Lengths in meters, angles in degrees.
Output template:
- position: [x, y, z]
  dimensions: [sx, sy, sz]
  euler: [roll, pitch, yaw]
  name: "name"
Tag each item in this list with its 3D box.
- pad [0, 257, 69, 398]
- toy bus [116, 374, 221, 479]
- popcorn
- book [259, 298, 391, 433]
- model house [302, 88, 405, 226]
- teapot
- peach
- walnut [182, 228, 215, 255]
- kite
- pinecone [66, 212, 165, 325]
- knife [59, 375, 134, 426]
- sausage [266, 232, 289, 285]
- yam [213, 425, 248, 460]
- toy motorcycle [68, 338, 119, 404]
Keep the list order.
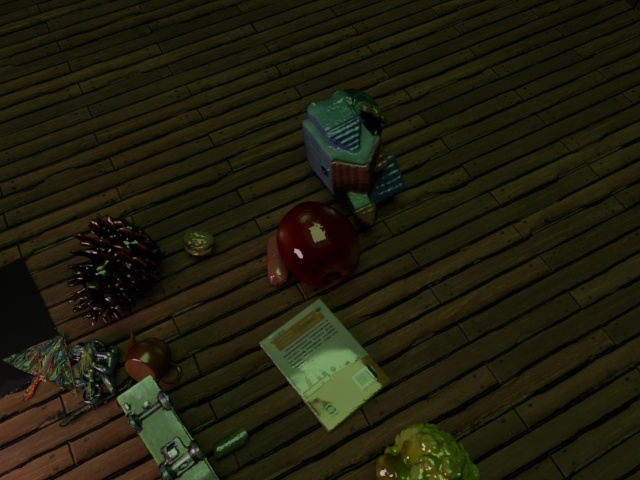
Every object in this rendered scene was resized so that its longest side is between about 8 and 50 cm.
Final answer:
- position: [-0.857, 0.239, 1.513]
  dimensions: [0.247, 0.007, 0.368]
  euler: [-32, 65, -17]
  name: "pad"
- position: [-0.346, 0.467, 1.303]
  dimensions: [0.113, 0.139, 0.302]
  euler: [-34, 73, -17]
  name: "toy bus"
- position: [0.225, 0.538, 1.219]
  dimensions: [0.251, 0.206, 0.237]
  euler: [-44, 84, -3]
  name: "popcorn"
- position: [0.009, 0.314, 1.451]
  dimensions: [0.207, 0.020, 0.295]
  euler: [-34, 65, -18]
  name: "book"
- position: [0.123, -0.216, 1.603]
  dimensions: [0.251, 0.295, 0.329]
  euler: [-22, 59, -7]
  name: "model house"
- position: [-0.424, 0.297, 1.425]
  dimensions: [0.173, 0.116, 0.116]
  euler: [39, 64, -8]
  name: "teapot"
- position: [0.000, 0.000, 1.530]
  dimensions: [0.243, 0.199, 0.244]
  euler: [18, 53, -25]
  name: "peach"
- position: [-0.348, 0.006, 1.601]
  dimensions: [0.096, 0.079, 0.083]
  euler: [11, 59, 7]
  name: "walnut"
- position: [-0.708, 0.326, 1.451]
  dimensions: [0.232, 0.009, 0.189]
  euler: [17, 61, 10]
  name: "kite"
- position: [-0.549, 0.080, 1.475]
  dimensions: [0.246, 0.246, 0.292]
  euler: [13, 71, 8]
  name: "pinecone"
- position: [-0.545, 0.398, 1.405]
  dimensions: [0.222, 0.021, 0.045]
  euler: [-37, 50, -22]
  name: "knife"
- position: [-0.120, 0.053, 1.581]
  dimensions: [0.062, 0.062, 0.154]
  euler: [-3, 59, -1]
  name: "sausage"
- position: [-0.216, 0.483, 1.341]
  dimensions: [0.094, 0.043, 0.043]
  euler: [-25, 62, -15]
  name: "yam"
- position: [-0.565, 0.318, 1.429]
  dimensions: [0.124, 0.061, 0.193]
  euler: [-31, 54, -10]
  name: "toy motorcycle"
